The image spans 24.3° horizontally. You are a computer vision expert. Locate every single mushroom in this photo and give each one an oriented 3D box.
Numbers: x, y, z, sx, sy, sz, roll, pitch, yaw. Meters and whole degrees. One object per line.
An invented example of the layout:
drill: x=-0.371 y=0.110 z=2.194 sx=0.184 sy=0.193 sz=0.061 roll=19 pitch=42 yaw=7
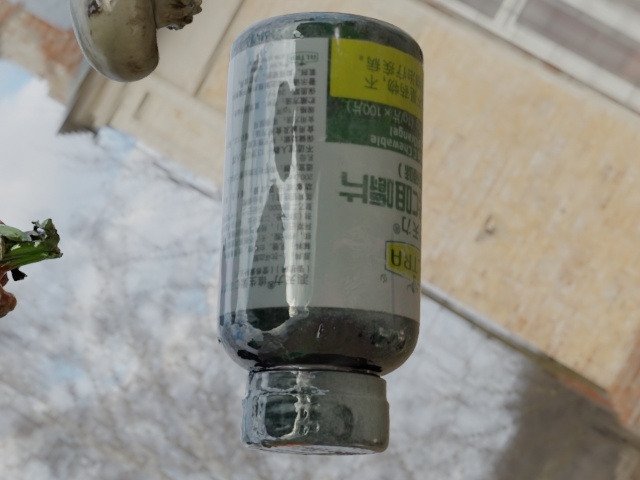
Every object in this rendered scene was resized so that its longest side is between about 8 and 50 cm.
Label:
mushroom: x=-0.110 y=-0.140 z=0.898 sx=0.079 sy=0.085 sz=0.085 roll=-13 pitch=-26 yaw=-12

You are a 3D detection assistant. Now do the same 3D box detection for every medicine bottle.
medicine bottle: x=0.000 y=0.000 z=1.029 sx=0.141 sy=0.141 sz=0.293 roll=64 pitch=-152 yaw=-76

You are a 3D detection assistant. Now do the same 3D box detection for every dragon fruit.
dragon fruit: x=-0.332 y=0.026 z=1.322 sx=0.236 sy=0.135 sz=0.137 roll=-18 pitch=-3 yaw=36
